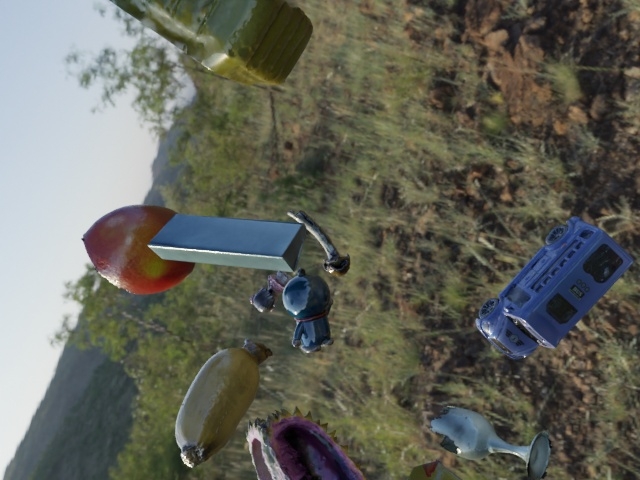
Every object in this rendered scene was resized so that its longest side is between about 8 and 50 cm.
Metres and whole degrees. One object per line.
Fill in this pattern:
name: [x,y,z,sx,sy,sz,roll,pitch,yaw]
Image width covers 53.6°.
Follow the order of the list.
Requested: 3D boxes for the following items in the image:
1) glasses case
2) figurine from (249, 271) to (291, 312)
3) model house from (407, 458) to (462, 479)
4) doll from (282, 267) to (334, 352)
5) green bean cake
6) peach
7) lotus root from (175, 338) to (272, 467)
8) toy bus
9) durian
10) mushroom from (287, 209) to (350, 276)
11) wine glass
glasses case: [-0.162,0.007,1.124,0.105,0.266,0.056,-59,-33,-47]
figurine: [-0.131,0.130,1.640,0.129,0.072,0.054,-55,-15,19]
model house: [0.197,0.454,0.896,0.207,0.136,0.219,21,76,38]
doll: [-0.020,0.123,1.142,0.086,0.114,0.151,-5,102,46]
green bean cake: [-0.145,-0.310,0.838,0.124,0.236,0.233,-56,-7,14]
peach: [-0.383,0.021,1.335,0.196,0.226,0.189,-11,85,64]
lotus root: [-0.219,0.339,1.371,0.303,0.131,0.146,-58,-13,-32]
toy bus: [0.440,0.103,1.204,0.292,0.125,0.133,-49,11,6]
durian: [-0.028,0.403,1.036,0.187,0.154,0.260,-35,69,40]
mushroom: [0.000,0.000,1.408,0.060,0.187,0.061,-37,-1,15]
wine glass: [0.466,0.552,1.751,0.321,0.143,0.143,4,79,42]
